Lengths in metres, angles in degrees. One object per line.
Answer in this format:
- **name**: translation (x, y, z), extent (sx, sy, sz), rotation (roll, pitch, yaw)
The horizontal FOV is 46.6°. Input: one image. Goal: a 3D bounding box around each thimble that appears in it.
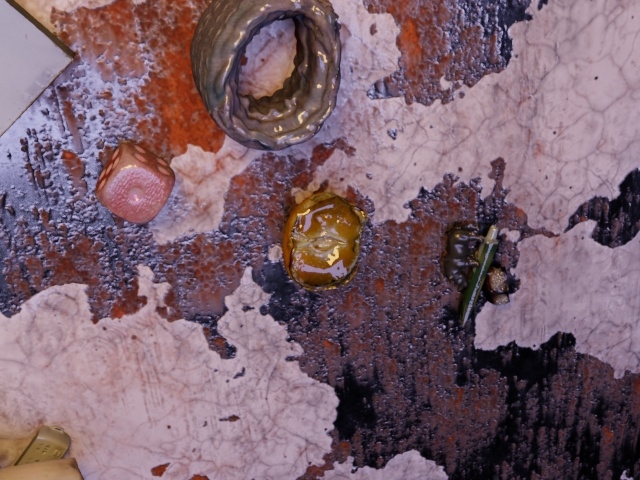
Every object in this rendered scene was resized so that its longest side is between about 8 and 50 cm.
- **thimble**: translation (-0.071, -0.253, 1.064), extent (0.205, 0.172, 0.236), rotation (23, 106, -28)

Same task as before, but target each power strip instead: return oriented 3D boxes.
- **power strip**: translation (-0.542, 0.437, 1.351), extent (0.060, 0.027, 0.252), rotation (31, 104, -27)

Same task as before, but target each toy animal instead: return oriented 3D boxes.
- **toy animal**: translation (0.259, 0.034, 1.375), extent (0.065, 0.047, 0.135), rotation (-3, 118, -9)

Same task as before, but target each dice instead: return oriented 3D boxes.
- **dice**: translation (-0.282, -0.086, 1.130), extent (0.093, 0.091, 0.094), rotation (32, 105, -27)

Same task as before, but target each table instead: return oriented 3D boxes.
- **table**: translation (-0.459, -0.212, 1.003), extent (0.240, 0.111, 0.121), rotation (-43, 120, 7)

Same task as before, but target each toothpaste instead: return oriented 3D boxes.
- **toothpaste**: translation (0.297, 0.066, 1.405), extent (0.032, 0.049, 0.204), rotation (15, 109, -1)

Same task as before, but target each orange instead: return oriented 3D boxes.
- **orange**: translation (0.000, 0.000, 1.245), extent (0.170, 0.112, 0.160), rotation (-38, 111, -22)

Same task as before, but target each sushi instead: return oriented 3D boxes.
- **sushi**: translation (0.337, 0.086, 1.433), extent (0.046, 0.044, 0.083), rotation (-8, 118, 12)

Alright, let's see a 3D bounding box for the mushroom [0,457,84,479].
- **mushroom**: translation (-0.557, 0.417, 1.204), extent (0.336, 0.314, 0.314), rotation (-6, 118, -31)
